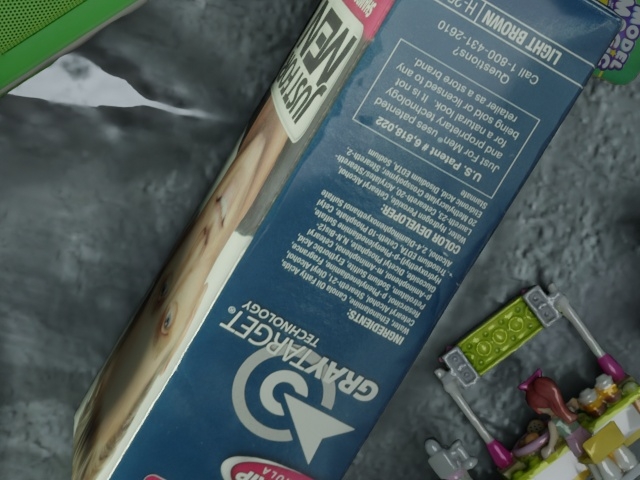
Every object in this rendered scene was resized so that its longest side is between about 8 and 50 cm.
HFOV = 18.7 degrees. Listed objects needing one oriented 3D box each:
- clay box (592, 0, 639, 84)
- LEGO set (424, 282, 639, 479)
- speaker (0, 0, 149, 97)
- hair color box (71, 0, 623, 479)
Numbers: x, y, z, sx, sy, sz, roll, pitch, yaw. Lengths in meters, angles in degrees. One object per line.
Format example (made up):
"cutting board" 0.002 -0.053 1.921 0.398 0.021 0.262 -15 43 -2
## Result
"clay box" 0.090 -0.180 1.064 0.222 0.053 0.127 22 94 -13
"LEGO set" 0.099 0.113 1.058 0.287 0.132 0.107 -39 96 -27
"speaker" -0.172 -0.141 0.985 0.296 0.131 0.131 -34 101 -5
"hair color box" 0.000 0.000 0.979 0.105 0.174 0.347 28 100 -12
